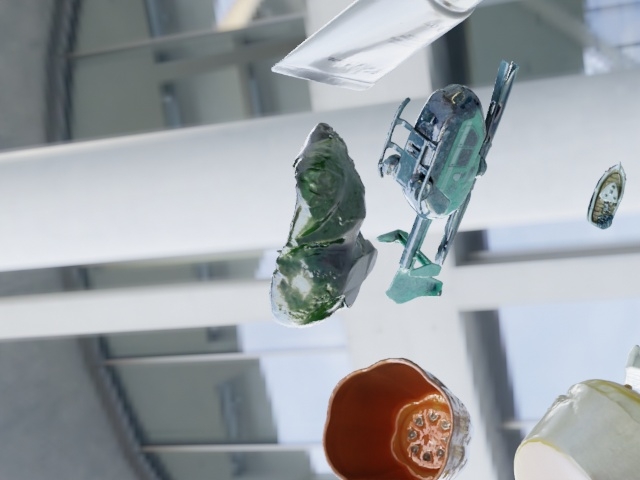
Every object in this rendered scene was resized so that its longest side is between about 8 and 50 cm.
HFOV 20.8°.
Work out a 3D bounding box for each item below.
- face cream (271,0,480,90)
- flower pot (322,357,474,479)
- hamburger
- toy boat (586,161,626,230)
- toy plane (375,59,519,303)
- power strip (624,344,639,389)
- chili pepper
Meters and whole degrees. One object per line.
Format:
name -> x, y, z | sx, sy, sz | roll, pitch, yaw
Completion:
face cream -> 0.086, -0.252, 1.959 | 0.143, 0.314, 0.089 | 6, -114, -36
flower pot -> 0.116, 0.259, 2.325 | 0.173, 0.190, 0.191 | 24, -115, -66
hamburger -> 0.314, 0.259, 1.609 | 0.151, 0.227, 0.295 | -32, -95, -19
toy boat -> 0.337, -0.053, 2.043 | 0.038, 0.038, 0.083 | 20, -91, -54
toy plane -> 0.096, -0.046, 1.466 | 0.096, 0.060, 0.235 | -4, -56, -40
power strip -> 0.401, 0.156, 2.053 | 0.192, 0.081, 0.035 | 50, -123, -76
chili pepper -> 0.007, 0.005, 2.164 | 0.148, 0.116, 0.265 | -60, -17, -61
